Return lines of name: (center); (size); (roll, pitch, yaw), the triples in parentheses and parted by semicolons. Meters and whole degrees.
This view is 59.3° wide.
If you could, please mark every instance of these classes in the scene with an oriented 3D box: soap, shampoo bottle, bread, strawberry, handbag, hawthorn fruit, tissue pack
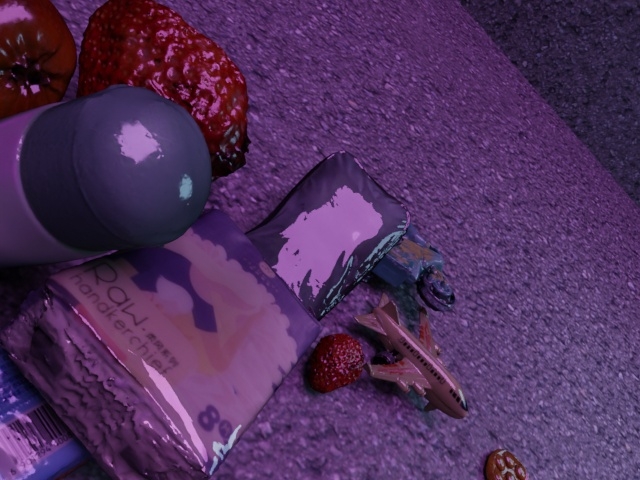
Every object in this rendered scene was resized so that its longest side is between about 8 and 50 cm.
soap: (-0.334, 0.195, 0.530); (0.156, 0.077, 0.293); (55, 39, 7)
shampoo bottle: (-0.266, -0.054, 0.557); (0.222, 0.350, 0.151); (-34, 114, -60)
bread: (0.339, 0.430, 1.008); (0.110, 0.024, 0.110); (25, 46, -29)
strawberry: (-0.227, -0.202, 0.799); (0.239, 0.250, 0.288); (-30, 107, -14)
handbag: (-0.002, 0.002, 0.908); (0.191, 0.075, 0.332); (45, 63, 0)
hawthorn fruit: (-0.433, -0.255, 0.720); (0.226, 0.196, 0.197); (37, 36, 20)
tissue pack: (-0.153, 0.109, 0.661); (0.242, 0.125, 0.344); (50, 23, 1)
strawberry: (0.020, 0.190, 0.858); (0.083, 0.083, 0.096); (40, 51, -12)

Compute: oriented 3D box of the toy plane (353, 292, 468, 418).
toy plane: (0.159, 0.205, 0.961); (0.244, 0.092, 0.229); (55, 38, 5)

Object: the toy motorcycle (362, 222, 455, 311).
toy motorcycle: (0.142, 0.008, 1.082); (0.297, 0.109, 0.198); (33, 31, -9)
